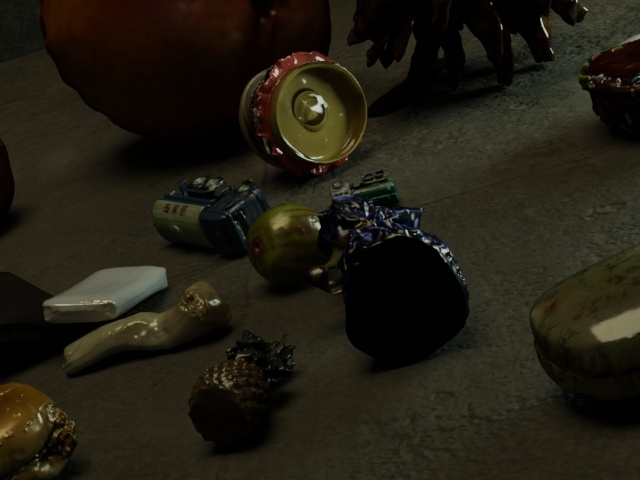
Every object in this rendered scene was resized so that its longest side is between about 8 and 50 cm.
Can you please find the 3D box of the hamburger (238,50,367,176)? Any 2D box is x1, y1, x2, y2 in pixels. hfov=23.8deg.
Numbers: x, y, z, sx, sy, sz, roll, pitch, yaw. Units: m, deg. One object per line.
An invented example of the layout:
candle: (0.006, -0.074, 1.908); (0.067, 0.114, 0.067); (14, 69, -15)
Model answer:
hamburger: (-0.031, -0.170, 2.057); (0.175, 0.175, 0.137); (-28, 15, -28)

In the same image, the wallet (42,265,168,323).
wallet: (-0.242, 0.061, 1.729); (0.095, 0.033, 0.190); (-2, 11, 13)

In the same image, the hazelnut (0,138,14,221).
hazelnut: (-0.548, -0.081, 2.279); (0.170, 0.160, 0.201); (-19, 24, 2)

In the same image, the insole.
insole: (0.142, -0.237, 2.326); (0.086, 0.005, 0.253); (-5, 23, 31)

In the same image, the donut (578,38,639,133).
donut: (0.427, -0.195, 1.810); (0.235, 0.089, 0.235); (-15, 18, 5)

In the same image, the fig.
fig: (-0.005, -0.012, 1.695); (0.166, 0.093, 0.093); (-26, 20, -26)

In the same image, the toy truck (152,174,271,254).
toy truck: (-0.139, -0.031, 1.894); (0.088, 0.074, 0.202); (-34, 23, -27)

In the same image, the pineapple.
pineapple: (-0.067, 0.127, 1.391); (0.074, 0.074, 0.159); (-10, 16, 21)

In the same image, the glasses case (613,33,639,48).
glasses case: (0.435, -0.270, 2.121); (0.083, 0.021, 0.032); (-32, 26, -36)

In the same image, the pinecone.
pinecone: (0.215, -0.393, 2.166); (0.398, 0.398, 0.398); (-16, 19, 6)

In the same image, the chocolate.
chocolate: (0.051, 0.009, 1.527); (0.148, 0.126, 0.343); (-21, 18, -1)

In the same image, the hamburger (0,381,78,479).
hamburger: (-0.304, 0.194, 1.398); (0.147, 0.083, 0.138); (-30, 26, -24)

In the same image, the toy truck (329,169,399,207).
toy truck: (0.053, -0.054, 1.837); (0.083, 0.039, 0.044); (-14, 33, 8)

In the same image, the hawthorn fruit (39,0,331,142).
hawthorn fruit: (-0.222, -0.351, 2.385); (0.472, 0.472, 0.472); (-16, 19, 6)

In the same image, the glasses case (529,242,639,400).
glasses case: (0.374, 0.018, 1.241); (0.425, 0.098, 0.156); (-21, 21, -10)

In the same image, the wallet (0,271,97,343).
wallet: (-0.393, 0.077, 1.807); (0.165, 0.042, 0.309); (-2, 11, -30)

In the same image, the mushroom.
mushroom: (-0.194, 0.097, 1.623); (0.202, 0.054, 0.059); (-20, 11, 14)
